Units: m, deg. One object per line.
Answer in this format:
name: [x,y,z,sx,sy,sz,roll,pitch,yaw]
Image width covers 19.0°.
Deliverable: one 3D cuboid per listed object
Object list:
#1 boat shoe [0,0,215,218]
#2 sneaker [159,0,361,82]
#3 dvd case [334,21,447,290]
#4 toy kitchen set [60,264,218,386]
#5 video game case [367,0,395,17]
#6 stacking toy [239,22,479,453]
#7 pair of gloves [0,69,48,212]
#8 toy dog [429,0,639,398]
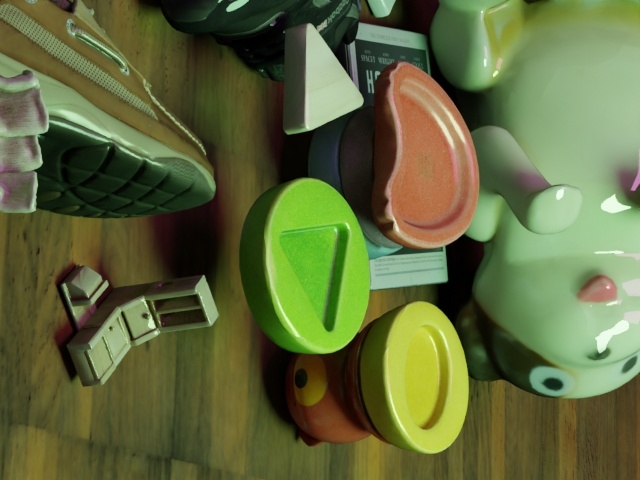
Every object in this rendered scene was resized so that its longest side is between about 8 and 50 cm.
boat shoe: [-0.169,-0.101,1.204,0.324,0.122,0.120,30,55,-59]
sneaker: [-0.029,-0.177,1.513,0.283,0.107,0.124,-35,122,-59]
dvd case: [0.062,-0.075,1.747,0.179,0.029,0.239,-3,89,-64]
toy kitchen set: [-0.127,0.046,1.303,0.083,0.075,0.068,-57,133,-57]
video game case: [0.049,-0.311,1.775,0.157,0.019,0.143,64,33,-34]
stacking toy: [0.000,0.000,1.526,0.279,0.130,0.309,33,56,-46]
pair of gloves: [-0.245,-0.117,1.024,0.204,0.042,0.240,1,79,-24]
toy dog: [0.223,-0.052,1.842,0.284,0.395,0.408,-2,86,-19]
